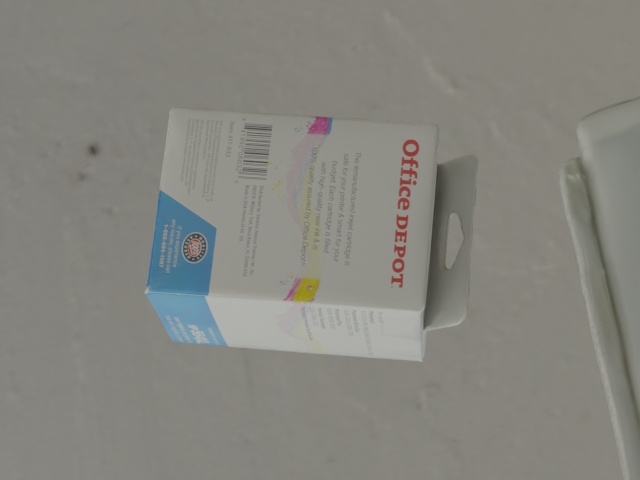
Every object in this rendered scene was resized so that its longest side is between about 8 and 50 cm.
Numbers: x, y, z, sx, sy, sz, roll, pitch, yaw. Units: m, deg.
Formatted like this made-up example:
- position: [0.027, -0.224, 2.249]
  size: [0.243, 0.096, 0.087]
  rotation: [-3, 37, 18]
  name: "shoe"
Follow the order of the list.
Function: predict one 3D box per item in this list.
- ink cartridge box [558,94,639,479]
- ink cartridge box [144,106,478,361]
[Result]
- position: [0.215, 0.044, 0.290]
  size: [0.226, 0.306, 0.131]
  rotation: [-92, -22, -46]
  name: "ink cartridge box"
- position: [0.000, 0.000, 0.828]
  size: [0.143, 0.090, 0.092]
  rotation: [5, -109, 5]
  name: "ink cartridge box"
